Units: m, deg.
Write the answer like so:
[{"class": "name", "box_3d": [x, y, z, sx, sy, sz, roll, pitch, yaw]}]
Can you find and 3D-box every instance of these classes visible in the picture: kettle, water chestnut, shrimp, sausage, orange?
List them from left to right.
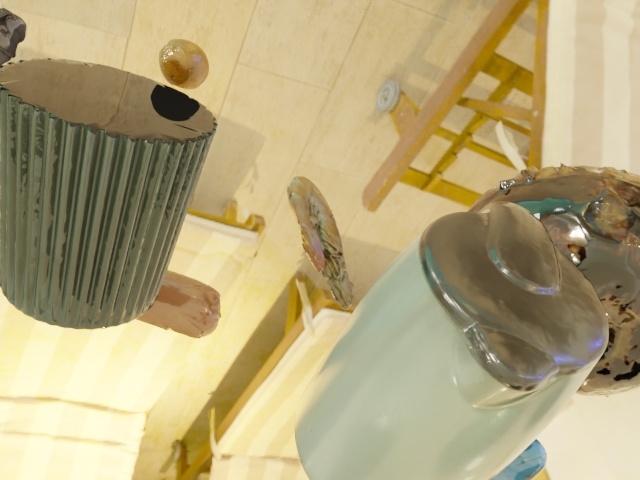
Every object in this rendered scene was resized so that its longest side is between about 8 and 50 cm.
[{"class": "sausage", "box_3d": [-0.348, 0.111, 1.152, 0.304, 0.121, 0.121, 19, 131, -1]}, {"class": "orange", "box_3d": [-0.227, -0.291, 0.929, 0.085, 0.085, 0.085, -7, 135, -7]}, {"class": "shrimp", "box_3d": [0.000, 0.000, 1.116, 0.063, 0.287, 0.152, -24, 165, 17]}, {"class": "kettle", "box_3d": [0.098, 0.081, 0.446, 0.161, 0.221, 0.236, 26, 130, 3]}, {"class": "water chestnut", "box_3d": [0.310, 0.030, 0.694, 0.300, 0.300, 0.300, -7, 135, -7]}]

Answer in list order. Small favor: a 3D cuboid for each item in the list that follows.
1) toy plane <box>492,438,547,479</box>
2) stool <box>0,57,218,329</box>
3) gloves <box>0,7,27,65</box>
[{"class": "toy plane", "box_3d": [0.133, 0.240, 0.628, 0.254, 0.105, 0.271, -19, 162, -39]}, {"class": "stool", "box_3d": [-0.339, -0.065, 0.855, 0.297, 0.297, 0.330, 9, 118, -22]}, {"class": "gloves", "box_3d": [-0.456, -0.177, 0.605, 0.286, 0.119, 0.142, -35, 144, 0]}]
